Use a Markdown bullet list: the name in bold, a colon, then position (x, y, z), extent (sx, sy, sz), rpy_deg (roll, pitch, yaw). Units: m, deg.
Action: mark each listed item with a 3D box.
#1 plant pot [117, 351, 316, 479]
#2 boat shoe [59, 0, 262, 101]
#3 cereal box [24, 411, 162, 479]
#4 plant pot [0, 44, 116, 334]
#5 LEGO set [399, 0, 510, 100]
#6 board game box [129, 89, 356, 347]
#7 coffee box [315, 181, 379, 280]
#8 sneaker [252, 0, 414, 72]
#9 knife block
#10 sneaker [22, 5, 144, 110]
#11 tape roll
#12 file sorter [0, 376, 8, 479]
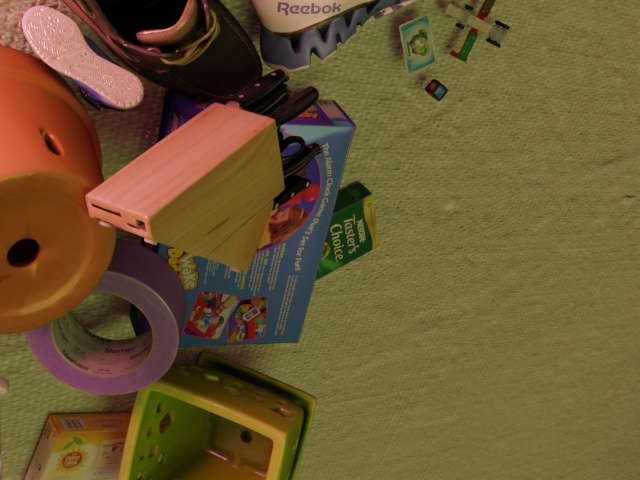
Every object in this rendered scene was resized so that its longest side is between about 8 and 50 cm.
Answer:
- **plant pot**: position (-0.137, 0.300, 1.467), extent (0.207, 0.227, 0.228), rpy_deg (-30, 137, -69)
- **boat shoe**: position (-0.182, -0.239, 1.111), extent (0.132, 0.130, 0.355), rpy_deg (-52, 138, 8)
- **cereal box**: position (-0.355, 0.362, 1.508), extent (0.173, 0.047, 0.240), rpy_deg (7, 117, -43)
- **plant pot**: position (-0.347, -0.037, 1.085), extent (0.290, 0.203, 0.291), rpy_deg (-22, 133, -25)
- **LEGO set**: position (0.174, -0.323, 1.410), extent (0.182, 0.060, 0.244), rpy_deg (-26, 126, -16)
- **board game box**: position (-0.110, -0.019, 1.348), extent (0.233, 0.078, 0.347), rpy_deg (0, 122, -25)
- **coffee box**: position (0.000, 0.000, 1.512), extent (0.184, 0.040, 0.113), rpy_deg (-27, 135, -19)
- **sneaker**: position (0.035, -0.353, 1.191), extent (0.315, 0.127, 0.182), rpy_deg (-37, 135, -7)
- **knife block**: position (-0.104, -0.098, 1.107), extent (0.275, 0.088, 0.242), rpy_deg (23, 85, -61)
- **sneaker**: position (-0.266, -0.197, 1.133), extent (0.152, 0.084, 0.058), rpy_deg (35, 80, -14)
- **tape roll**: position (-0.267, 0.097, 1.280), extent (0.188, 0.080, 0.189), rpy_deg (0, 119, 0)
- **file sorter**: position (-0.516, 0.249, 1.128), extent (0.277, 0.173, 0.193), rpy_deg (-33, 133, 14)
